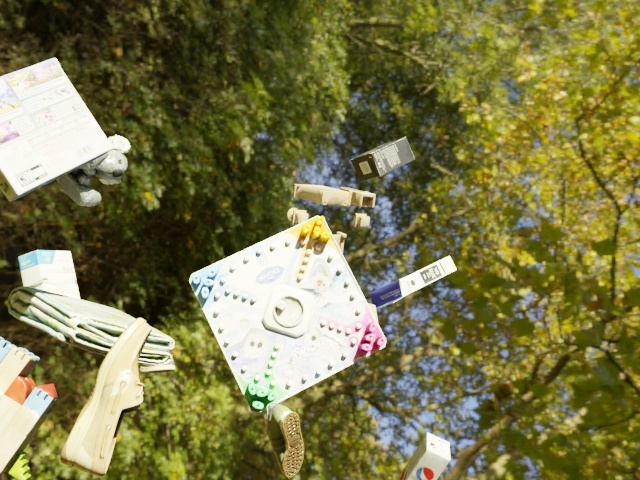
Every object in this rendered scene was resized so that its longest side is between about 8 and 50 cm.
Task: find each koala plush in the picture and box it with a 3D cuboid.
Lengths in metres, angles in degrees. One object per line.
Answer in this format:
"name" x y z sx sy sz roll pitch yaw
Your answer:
"koala plush" -0.688 -0.237 2.060 0.203 0.221 0.196 31 -61 25

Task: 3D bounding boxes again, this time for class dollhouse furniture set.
"dollhouse furniture set" 0.000 0.000 2.224 0.174 0.303 0.355 22 -72 55

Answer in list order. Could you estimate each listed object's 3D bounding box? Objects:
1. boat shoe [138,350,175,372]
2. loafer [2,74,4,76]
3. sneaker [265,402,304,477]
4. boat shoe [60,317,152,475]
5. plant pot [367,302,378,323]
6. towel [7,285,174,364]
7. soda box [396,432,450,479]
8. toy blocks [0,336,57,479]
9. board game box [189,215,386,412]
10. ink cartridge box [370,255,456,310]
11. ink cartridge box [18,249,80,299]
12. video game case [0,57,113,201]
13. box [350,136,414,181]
"boat shoe" -0.523 0.370 2.123 0.285 0.103 0.092 164 -72 -68
"loafer" -0.932 -0.374 1.806 0.078 0.223 0.076 49 -2 -27
"sneaker" -0.091 0.469 1.597 0.086 0.064 0.192 24 -54 44
"boat shoe" -0.441 0.339 1.471 0.121 0.110 0.341 116 -4 -73
"plant pot" 0.105 0.228 1.909 0.109 0.096 0.109 144 -60 -66
"towel" -0.600 0.223 1.750 0.375 0.321 0.090 15 -98 45
"soda box" 0.265 0.622 1.781 0.216 0.069 0.074 -63 -178 24
"toy blocks" -0.764 0.339 1.538 0.260 0.382 0.191 -57 -178 -16
"board game box" -0.080 0.179 1.710 0.389 0.390 0.050 63 -12 7
"ink cartridge box" 0.295 0.150 2.258 0.165 0.333 0.065 -32 -98 50
"ink cartridge box" -0.784 0.129 1.945 0.140 0.082 0.190 7 69 -69
"video game case" -0.645 -0.253 1.500 0.061 0.269 0.244 -19 -75 44
"box" 0.220 -0.287 2.374 0.156 0.158 0.093 -4 -68 66
